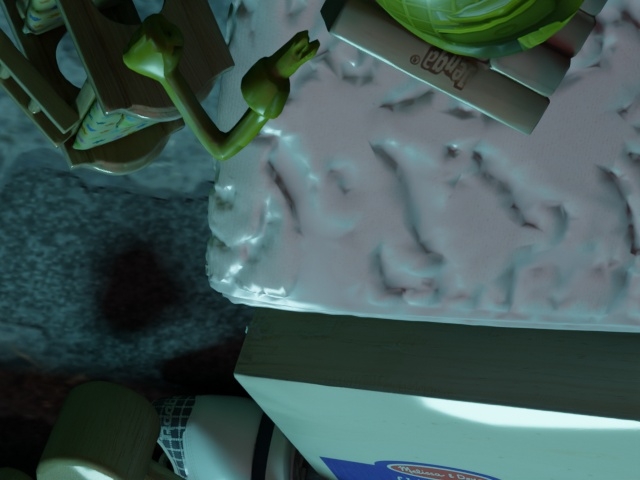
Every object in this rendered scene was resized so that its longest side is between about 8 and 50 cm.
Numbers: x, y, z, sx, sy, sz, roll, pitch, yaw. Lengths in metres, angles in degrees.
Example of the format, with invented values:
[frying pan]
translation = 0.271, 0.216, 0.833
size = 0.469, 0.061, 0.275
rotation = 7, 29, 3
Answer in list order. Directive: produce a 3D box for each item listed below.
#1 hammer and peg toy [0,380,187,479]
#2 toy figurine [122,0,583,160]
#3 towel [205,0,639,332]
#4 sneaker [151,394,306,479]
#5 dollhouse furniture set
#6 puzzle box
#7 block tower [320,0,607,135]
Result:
[hammer and peg toy]
translation = -0.136, 0.260, 1.015
size = 0.266, 0.127, 0.361
rotation = 30, 135, -5
[toy figurine]
translation = -0.074, -0.181, 0.457
size = 0.191, 0.217, 0.363
rotation = -26, 97, 17
[towel]
translation = 0.120, -0.117, 0.705
size = 0.316, 0.053, 0.332
rotation = 4, 113, -7
[sneaker]
translation = -0.061, 0.180, 1.058
size = 0.094, 0.090, 0.235
rotation = 7, 132, 4
[dollhouse furniture set]
translation = -0.125, -0.075, 0.665
size = 0.161, 0.101, 0.182
rotation = -23, 177, -18
[puzzle box]
translation = 0.184, 0.131, 0.897
size = 0.408, 0.052, 0.272
rotation = 5, 152, 26
[block tower]
translation = 0.114, -0.210, 0.584
size = 0.091, 0.097, 0.335
rotation = 25, 108, -15
